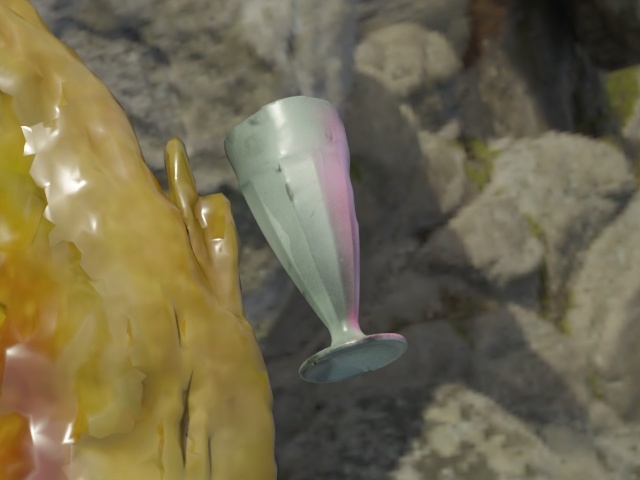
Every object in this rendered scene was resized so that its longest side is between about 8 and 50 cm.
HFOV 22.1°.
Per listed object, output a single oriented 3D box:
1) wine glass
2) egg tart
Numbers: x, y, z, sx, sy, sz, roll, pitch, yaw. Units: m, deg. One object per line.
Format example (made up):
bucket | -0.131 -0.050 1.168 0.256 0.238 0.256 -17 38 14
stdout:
wine glass | 0.000 0.000 0.946 0.073 0.073 0.155 10 55 -54
egg tart | -0.143 0.056 0.381 0.116 0.295 0.294 10 70 -74
